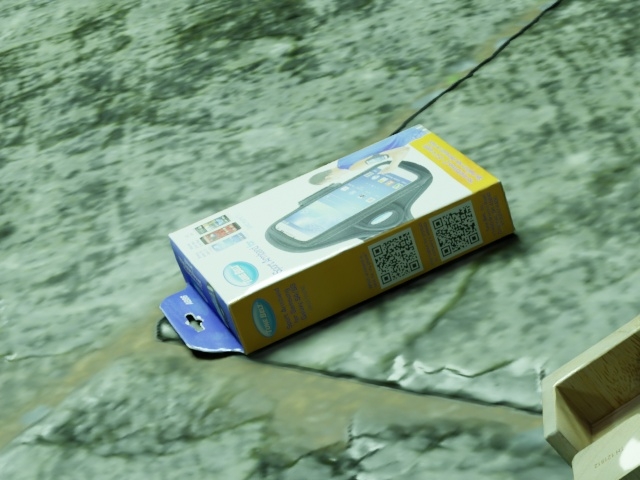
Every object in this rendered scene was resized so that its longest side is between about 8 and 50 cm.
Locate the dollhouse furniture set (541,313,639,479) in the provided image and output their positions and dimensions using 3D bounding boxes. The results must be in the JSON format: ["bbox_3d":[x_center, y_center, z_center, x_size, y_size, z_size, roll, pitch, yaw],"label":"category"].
[{"bbox_3d":[0.148,0.079,0.517,0.161,0.101,0.182,-36,20,21],"label":"dollhouse furniture set"}]

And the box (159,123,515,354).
[{"bbox_3d":[0.000,0.000,0.801,0.136,0.028,0.081,-23,26,-13],"label":"box"}]
